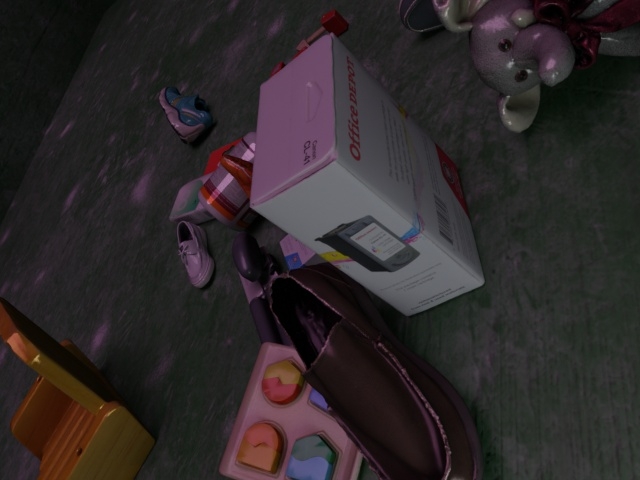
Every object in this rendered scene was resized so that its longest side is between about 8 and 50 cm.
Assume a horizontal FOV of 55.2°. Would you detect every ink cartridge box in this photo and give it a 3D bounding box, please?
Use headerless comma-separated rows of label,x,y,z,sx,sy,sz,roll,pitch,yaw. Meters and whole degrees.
ink cartridge box,0.065,-0.073,0.782,0.131,0.306,0.226,-29,43,31
ink cartridge box,-0.241,-0.148,1.388,0.181,0.056,0.225,-15,54,40
ink cartridge box,0.000,0.000,1.008,0.122,0.052,0.088,-43,38,17

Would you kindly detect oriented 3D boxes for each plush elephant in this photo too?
plush elephant,0.290,-0.276,0.740,0.255,0.272,0.330,-49,24,5

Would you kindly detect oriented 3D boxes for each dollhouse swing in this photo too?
dollhouse swing,-0.528,0.323,1.121,0.347,0.305,0.315,20,77,51

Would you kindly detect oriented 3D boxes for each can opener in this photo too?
can opener,-0.094,0.101,1.007,0.074,0.093,0.280,-44,43,15

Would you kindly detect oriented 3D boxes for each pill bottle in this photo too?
pill bottle,-0.127,-0.134,1.194,0.221,0.121,0.121,-48,37,8

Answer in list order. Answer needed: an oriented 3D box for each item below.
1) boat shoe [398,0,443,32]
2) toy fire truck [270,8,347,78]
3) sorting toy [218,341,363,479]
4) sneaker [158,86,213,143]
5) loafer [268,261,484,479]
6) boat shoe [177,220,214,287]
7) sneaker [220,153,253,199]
boat shoe,0.255,-0.419,1.005,0.319,0.116,0.099,-18,55,43
toy fire truck,-0.031,-0.419,1.375,0.192,0.047,0.135,-20,48,38
sorting toy,-0.031,0.241,0.824,0.208,0.038,0.193,5,65,30
sneaker,-0.360,-0.348,1.659,0.110,0.107,0.275,-33,43,-4
loafer,0.037,0.165,0.722,0.366,0.130,0.134,49,118,40
boat shoe,-0.266,0.023,1.269,0.066,0.063,0.184,-38,39,20
sneaker,-0.115,-0.090,1.109,0.067,0.175,0.064,-49,7,16
